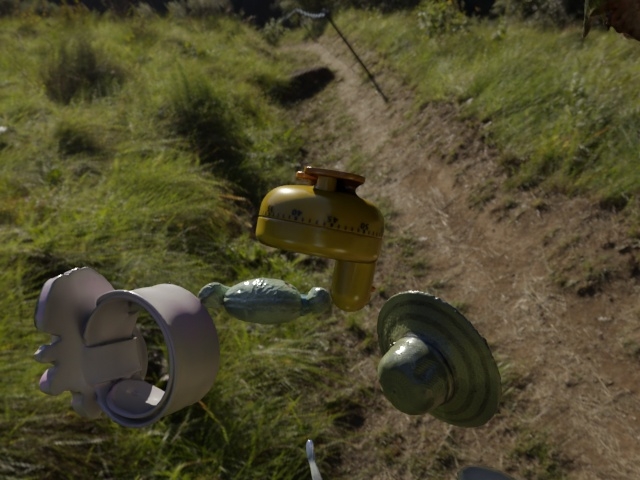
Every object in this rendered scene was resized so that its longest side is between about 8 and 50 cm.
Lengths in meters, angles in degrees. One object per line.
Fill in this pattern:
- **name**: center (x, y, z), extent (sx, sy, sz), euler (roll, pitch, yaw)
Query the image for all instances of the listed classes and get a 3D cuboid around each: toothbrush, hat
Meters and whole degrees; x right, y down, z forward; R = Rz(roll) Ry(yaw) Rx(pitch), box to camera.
- **toothbrush**: center (0.016, 0.478, 1.014), extent (0.021, 0.027, 0.269), euler (-42, 47, 21)
- **hat**: center (0.151, 0.215, 0.909), extent (0.110, 0.251, 0.252), euler (-27, 10, -36)

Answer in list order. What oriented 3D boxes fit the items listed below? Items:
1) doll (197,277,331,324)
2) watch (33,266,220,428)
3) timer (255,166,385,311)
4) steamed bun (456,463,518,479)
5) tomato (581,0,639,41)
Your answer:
- **doll**: center (-0.084, 0.094, 0.889), extent (0.214, 0.103, 0.071), euler (-1, 81, 17)
- **watch**: center (-0.287, 0.152, 0.862), extent (0.232, 0.243, 0.196), euler (-8, 0, 30)
- **timer**: center (0.000, 0.000, 0.472), extent (0.107, 0.107, 0.109), euler (12, 92, 64)
- **steamed bun**: center (0.263, 0.432, 0.842), extent (0.131, 0.228, 0.177), euler (-1, 46, 10)
- **tomato**: center (0.377, -0.365, 0.585), extent (0.309, 0.309, 0.170), euler (-33, 38, 22)
